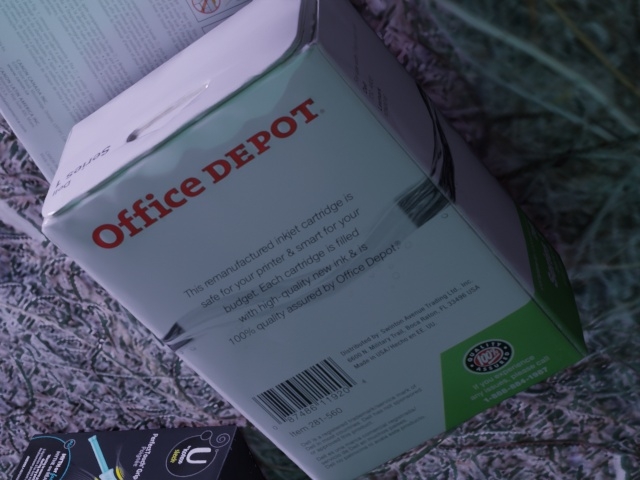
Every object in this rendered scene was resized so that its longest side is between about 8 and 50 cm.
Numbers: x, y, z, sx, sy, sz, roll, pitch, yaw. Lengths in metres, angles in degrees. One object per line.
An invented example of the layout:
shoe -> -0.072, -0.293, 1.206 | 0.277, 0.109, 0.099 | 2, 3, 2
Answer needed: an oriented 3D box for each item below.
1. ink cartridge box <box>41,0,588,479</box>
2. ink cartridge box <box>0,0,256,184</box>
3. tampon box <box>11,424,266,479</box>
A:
ink cartridge box -> 0.000, 0.000, 0.656 | 0.160, 0.092, 0.219 | -31, 120, 21
ink cartridge box -> -0.081, -0.106, 0.664 | 0.179, 0.045, 0.145 | -22, 123, 12
tampon box -> -0.122, 0.201, 0.892 | 0.161, 0.120, 0.101 | -6, 129, 23
